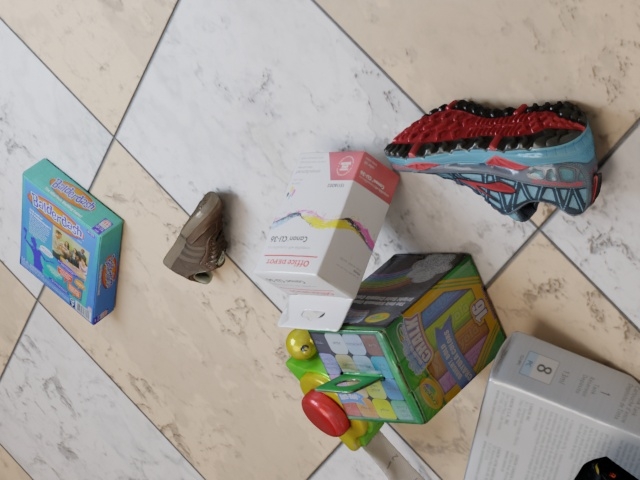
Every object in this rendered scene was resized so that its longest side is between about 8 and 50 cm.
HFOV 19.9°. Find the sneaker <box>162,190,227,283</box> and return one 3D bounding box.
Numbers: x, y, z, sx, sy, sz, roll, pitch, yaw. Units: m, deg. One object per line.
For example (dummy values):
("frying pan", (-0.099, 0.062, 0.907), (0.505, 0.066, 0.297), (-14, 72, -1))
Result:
("sneaker", (-0.147, -0.002, 2.381), (0.071, 0.066, 0.188), (33, 151, -4))

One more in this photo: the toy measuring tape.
("toy measuring tape", (0.074, 0.235, 2.300), (0.330, 0.121, 0.121), (50, 147, -14))

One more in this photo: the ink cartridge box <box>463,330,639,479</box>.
("ink cartridge box", (0.357, 0.291, 2.077), (0.385, 0.091, 0.308), (21, 138, 12))

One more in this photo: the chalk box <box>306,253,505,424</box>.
("chalk box", (0.086, 0.124, 2.080), (0.132, 0.213, 0.132), (1, 122, 49))

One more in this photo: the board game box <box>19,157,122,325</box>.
("board game box", (-0.362, 0.003, 2.632), (0.160, 0.047, 0.210), (38, 145, 19))

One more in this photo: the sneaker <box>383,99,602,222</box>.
("sneaker", (0.175, -0.069, 1.896), (0.262, 0.104, 0.125), (6, 128, 47))

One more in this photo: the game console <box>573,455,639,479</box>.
("game console", (0.399, 0.390, 1.940), (0.361, 0.044, 0.213), (37, 145, 18))

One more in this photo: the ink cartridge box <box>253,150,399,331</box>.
("ink cartridge box", (0.000, 0.000, 2.074), (0.067, 0.198, 0.115), (33, 159, -37))
